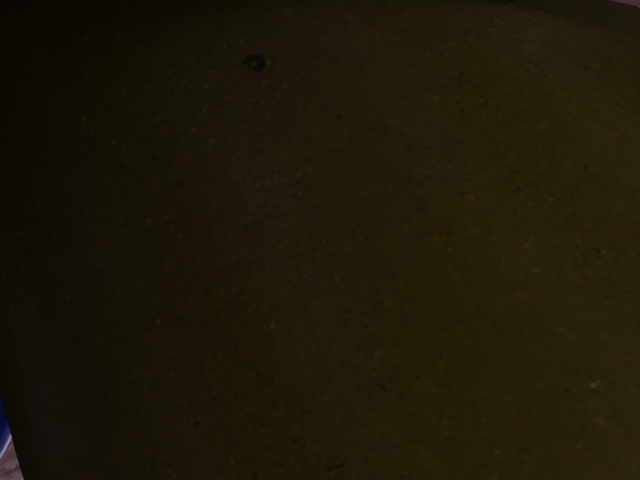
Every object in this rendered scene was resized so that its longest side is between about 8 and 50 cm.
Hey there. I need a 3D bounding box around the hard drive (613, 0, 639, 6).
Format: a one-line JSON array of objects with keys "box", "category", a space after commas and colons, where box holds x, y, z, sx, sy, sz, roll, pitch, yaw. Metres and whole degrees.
[{"box": [0.085, -0.197, 0.427, 0.210, 0.040, 0.318, 9, 130, -14], "category": "hard drive"}]

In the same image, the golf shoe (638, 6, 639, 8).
[{"box": [0.154, -0.063, 0.814, 0.140, 0.306, 0.115, -26, -154, 21], "category": "golf shoe"}]

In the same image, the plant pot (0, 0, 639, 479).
[{"box": [0.002, -0.002, 0.610, 0.275, 0.293, 0.275, -30, 160, -12], "category": "plant pot"}]

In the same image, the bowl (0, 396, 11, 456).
[{"box": [-0.294, 0.101, 0.714, 0.391, 0.077, 0.391, -29, 159, -12], "category": "bowl"}]
